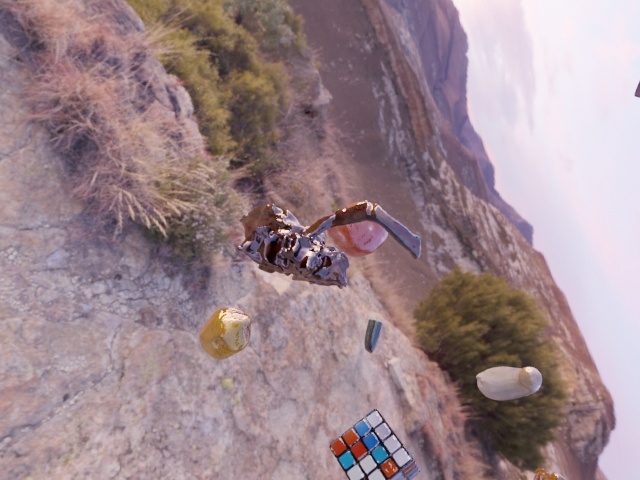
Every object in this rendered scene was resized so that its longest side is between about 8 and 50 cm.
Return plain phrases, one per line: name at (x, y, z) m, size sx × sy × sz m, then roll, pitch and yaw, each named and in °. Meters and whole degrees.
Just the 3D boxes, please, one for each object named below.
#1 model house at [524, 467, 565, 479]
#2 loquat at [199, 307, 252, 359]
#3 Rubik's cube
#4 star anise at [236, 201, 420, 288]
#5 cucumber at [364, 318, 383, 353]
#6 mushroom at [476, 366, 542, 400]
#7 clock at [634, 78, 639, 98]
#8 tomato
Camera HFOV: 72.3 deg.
model house at (0.406, 0.501, 0.690) m, size 0.229 × 0.220 × 0.199 m, roll 33°, pitch 78°, yaw -20°
loquat at (-0.218, 0.219, 1.038) m, size 0.113 × 0.137 × 0.137 m, roll 34°, pitch 15°, yaw 10°
Rubik's cube at (0.139, 0.551, 1.106) m, size 0.154 × 0.155 × 0.151 m, roll 48°, pitch -10°, yaw 40°
star anise at (0.002, 0.011, 0.787) m, size 0.237 × 0.347 × 0.148 m, roll 26°, pitch 66°, yaw -71°
cucumber at (0.162, 0.302, 1.377) m, size 0.048 × 0.048 × 0.105 m, roll 31°, pitch 73°, yaw -64°
mushroom at (0.604, 0.437, 1.360) m, size 0.270 × 0.118 × 0.103 m, roll 122°, pitch -28°, yaw -62°
clock at (0.626, -0.346, 0.756) m, size 0.172 × 0.064 × 0.198 m, roll -52°, pitch 149°, yaw -11°
tomato at (0.141, -0.036, 1.592) m, size 0.188 × 0.232 × 0.232 m, roll 69°, pitch 17°, yaw 11°
